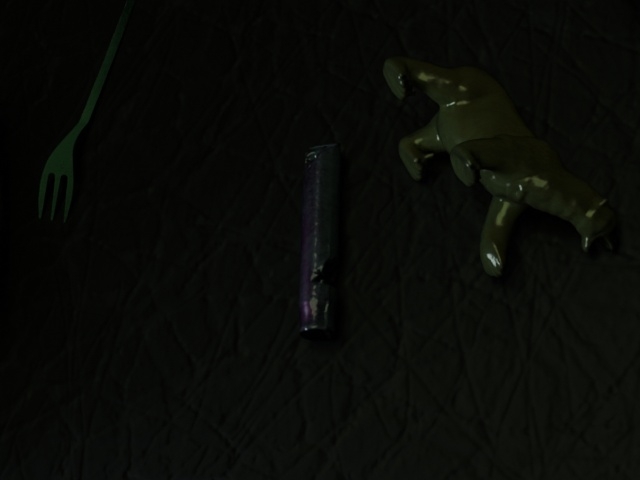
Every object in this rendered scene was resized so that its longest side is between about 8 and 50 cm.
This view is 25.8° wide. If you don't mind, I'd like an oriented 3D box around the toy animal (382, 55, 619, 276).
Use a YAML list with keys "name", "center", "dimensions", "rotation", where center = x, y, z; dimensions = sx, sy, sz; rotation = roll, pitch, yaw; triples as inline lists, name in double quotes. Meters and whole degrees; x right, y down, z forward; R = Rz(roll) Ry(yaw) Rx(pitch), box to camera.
- name: "toy animal"
  center: [0.143, -0.066, 1.120]
  dimensions: [0.101, 0.103, 0.218]
  rotation: [-24, 54, -16]

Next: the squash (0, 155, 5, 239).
- name: "squash"
  center: [-0.510, -0.033, 1.258]
  dimensions: [0.384, 0.263, 0.263]
  rotation: [-15, 63, 16]

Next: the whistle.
- name: "whistle"
  center: [0.000, 0.000, 1.171]
  dimensions: [0.033, 0.033, 0.176]
  rotation: [-7, 67, 19]

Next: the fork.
- name: "fork"
  center: [-0.221, -0.130, 1.321]
  dimensions: [0.039, 0.021, 0.235]
  rotation: [9, 72, 22]
